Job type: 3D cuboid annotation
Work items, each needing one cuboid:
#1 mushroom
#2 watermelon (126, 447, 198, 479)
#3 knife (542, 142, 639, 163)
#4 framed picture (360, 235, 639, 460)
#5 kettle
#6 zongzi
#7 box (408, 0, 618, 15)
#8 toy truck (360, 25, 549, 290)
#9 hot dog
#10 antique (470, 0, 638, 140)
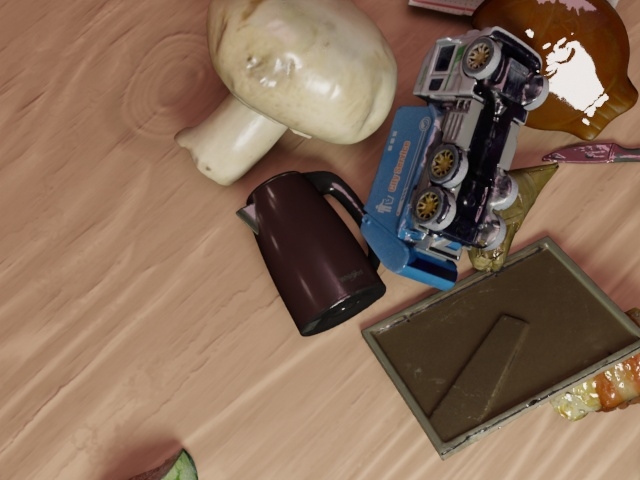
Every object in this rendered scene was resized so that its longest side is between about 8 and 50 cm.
[{"bbox_3d":[-0.067,-0.237,1.241,0.336,0.314,0.314,-43,79,20],"label":"mushroom"},{"bbox_3d":[-0.245,0.379,1.139,0.158,0.121,0.098,-22,99,-2],"label":"watermelon"},{"bbox_3d":[0.484,-0.143,1.325,0.247,0.018,0.035,-1,78,0],"label":"knife"},{"bbox_3d":[0.260,0.142,1.183,0.335,0.022,0.247,-27,46,-7],"label":"framed picture"},{"bbox_3d":[0.000,0.000,1.225,0.202,0.144,0.232,-22,72,-25],"label":"kettle"},{"bbox_3d":[0.302,-0.037,1.264,0.176,0.078,0.160,-7,73,-6],"label":"zongzi"},{"bbox_3d":[0.320,-0.457,1.299,0.330,0.210,0.095,12,46,3],"label":"box"},{"bbox_3d":[0.189,-0.117,1.178,0.146,0.175,0.367,21,88,-39],"label":"toy truck"},{"bbox_3d":[0.420,0.182,1.203,0.213,0.103,0.146,-14,101,0],"label":"hot dog"},{"bbox_3d":[0.361,-0.287,1.270,0.278,0.129,0.223,38,117,-4],"label":"antique"}]
